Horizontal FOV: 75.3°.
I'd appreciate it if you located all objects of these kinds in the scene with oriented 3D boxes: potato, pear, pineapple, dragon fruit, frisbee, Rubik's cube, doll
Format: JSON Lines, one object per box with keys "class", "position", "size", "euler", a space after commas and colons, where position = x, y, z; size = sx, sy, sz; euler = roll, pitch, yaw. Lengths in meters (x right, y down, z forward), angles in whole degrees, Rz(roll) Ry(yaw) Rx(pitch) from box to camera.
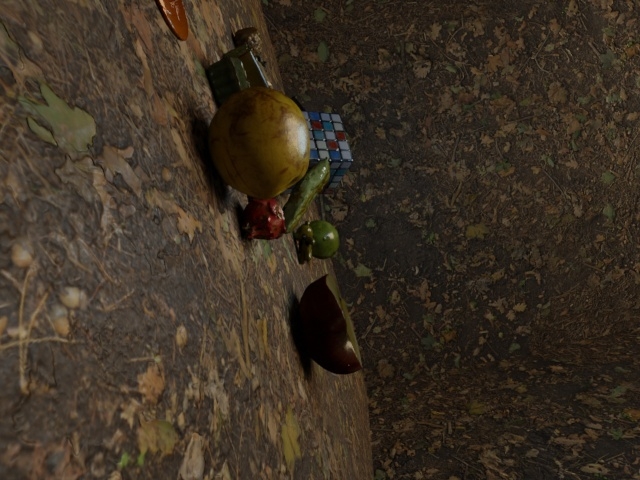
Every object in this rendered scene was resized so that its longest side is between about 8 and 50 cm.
{"class": "potato", "position": [0.003, -0.001, 2.285], "size": [0.304, 0.216, 0.215], "euler": [40, 35, -72]}
{"class": "pear", "position": [-0.155, -0.249, 1.081], "size": [0.281, 0.281, 0.280], "euler": [-15, 90, -84]}
{"class": "pineapple", "position": [-0.313, -0.844, 1.920], "size": [0.128, 0.128, 0.248], "euler": [-99, 178, -45]}
{"class": "dragon fruit", "position": [-0.188, -0.060, 1.197], "size": [0.111, 0.153, 0.153], "euler": [-26, 104, -43]}
{"class": "frisbee", "position": [-0.377, -0.613, 1.054], "size": [0.192, 0.035, 0.192], "euler": [-15, 90, -85]}
{"class": "Rubik's cube", "position": [-0.051, -0.407, 1.955], "size": [0.292, 0.287, 0.293], "euler": [124, -42, -56]}
{"class": "doll", "position": [-0.085, 0.013, 2.035], "size": [0.137, 0.097, 0.209], "euler": [131, -37, -49]}

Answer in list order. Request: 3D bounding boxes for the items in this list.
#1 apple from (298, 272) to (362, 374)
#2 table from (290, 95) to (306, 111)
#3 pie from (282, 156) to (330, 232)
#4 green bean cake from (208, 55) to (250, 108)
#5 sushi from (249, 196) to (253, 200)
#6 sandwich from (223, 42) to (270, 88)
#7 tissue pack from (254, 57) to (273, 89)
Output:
{"class": "apple", "position": [0.051, 0.309, 1.596], "size": [0.365, 0.295, 0.328], "euler": [-102, -149, -61]}
{"class": "table", "position": [-0.133, -0.593, 2.316], "size": [0.282, 0.196, 0.250], "euler": [41, 31, -49]}
{"class": "pie", "position": [-0.059, -0.190, 1.710], "size": [0.078, 0.371, 0.296], "euler": [35, -21, 1]}
{"class": "green bean cake", "position": [-0.283, -0.485, 1.331], "size": [0.173, 0.094, 0.181], "euler": [-88, 162, -69]}
{"class": "sushi", "position": [-0.226, -0.158, 1.369], "size": [0.046, 0.044, 0.083], "euler": [132, -52, -71]}
{"class": "sandwich", "position": [-0.271, -0.626, 1.604], "size": [0.235, 0.128, 0.122], "euler": [59, 10, -48]}
{"class": "tissue pack", "position": [-0.261, -0.641, 1.826], "size": [0.215, 0.123, 0.256], "euler": [59, 18, -77]}
